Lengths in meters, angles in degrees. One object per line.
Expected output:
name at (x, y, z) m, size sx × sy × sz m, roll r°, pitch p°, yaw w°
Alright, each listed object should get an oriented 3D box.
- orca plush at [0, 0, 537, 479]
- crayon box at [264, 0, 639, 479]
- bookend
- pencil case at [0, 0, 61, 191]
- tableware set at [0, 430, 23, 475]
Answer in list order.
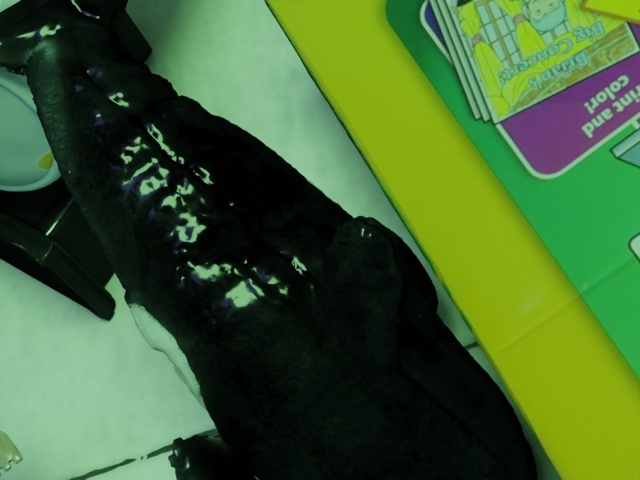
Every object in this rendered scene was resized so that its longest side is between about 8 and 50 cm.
orca plush at (0.000, 0.000, 0.459) m, size 0.151 × 0.102 × 0.287 m, roll -24°, pitch 84°, yaw -41°
crayon box at (0.199, -0.087, 0.486) m, size 0.363 × 0.106 × 0.313 m, roll -36°, pitch 59°, yaw 11°
bookend at (-0.135, -0.067, 0.637) m, size 0.157 × 0.072 × 0.156 m, roll 27°, pitch 75°, yaw 28°
pencil case at (-0.126, -0.156, 0.577) m, size 0.124 × 0.113 × 0.273 m, roll -28°, pitch 40°, yaw 54°
tableware set at (-0.184, 0.127, 0.456) m, size 0.169 × 0.020 × 0.141 m, roll -24°, pitch 58°, yaw -4°
